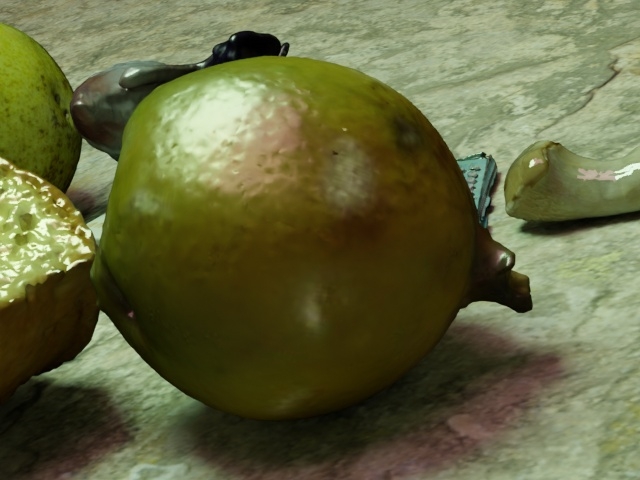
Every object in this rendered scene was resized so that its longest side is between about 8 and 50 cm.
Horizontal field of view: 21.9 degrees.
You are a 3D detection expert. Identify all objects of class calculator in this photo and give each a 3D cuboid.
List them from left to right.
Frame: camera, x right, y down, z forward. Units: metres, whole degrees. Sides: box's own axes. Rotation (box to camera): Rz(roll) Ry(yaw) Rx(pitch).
[{"bbox_3d":[0.094,-0.023,1.171,0.057,0.018,0.172,-11,21,15],"label":"calculator"}]

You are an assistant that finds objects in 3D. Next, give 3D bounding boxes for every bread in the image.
[{"bbox_3d":[-0.294,0.037,1.026,0.340,0.179,0.194,20,40,18],"label":"bread"}]

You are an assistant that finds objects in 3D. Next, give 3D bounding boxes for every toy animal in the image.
[{"bbox_3d":[-0.133,-0.108,1.398,0.195,0.090,0.324,-6,-2,-20],"label":"toy animal"}]

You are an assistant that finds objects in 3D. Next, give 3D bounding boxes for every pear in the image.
[{"bbox_3d":[-0.293,-0.081,1.363,0.197,0.197,0.197,-13,20,5],"label":"pear"}]

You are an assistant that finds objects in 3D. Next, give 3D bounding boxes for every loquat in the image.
[{"bbox_3d":[0.000,0.000,0.928,0.246,0.213,0.213,11,23,4],"label":"loquat"}]

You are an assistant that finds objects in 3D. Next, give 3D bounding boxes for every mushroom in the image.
[{"bbox_3d":[0.223,-0.048,1.100,0.202,0.054,0.059,-6,25,8],"label":"mushroom"}]

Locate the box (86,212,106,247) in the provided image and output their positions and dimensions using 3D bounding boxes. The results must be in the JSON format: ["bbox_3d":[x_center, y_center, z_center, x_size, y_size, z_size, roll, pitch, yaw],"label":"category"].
[{"bbox_3d":[-0.084,-0.035,1.299,0.122,0.032,0.220,1,25,42],"label":"box"}]
